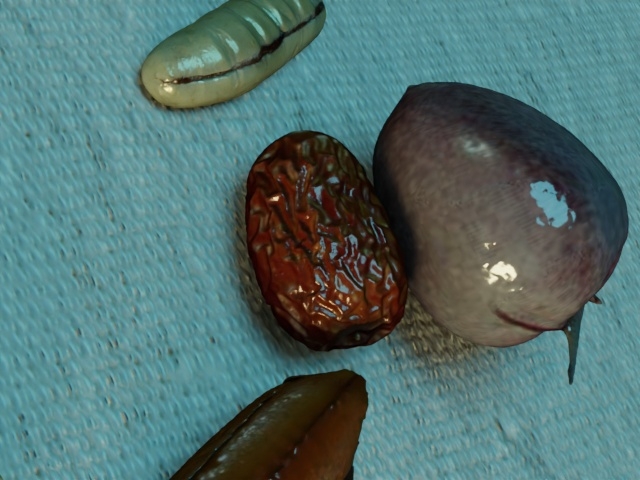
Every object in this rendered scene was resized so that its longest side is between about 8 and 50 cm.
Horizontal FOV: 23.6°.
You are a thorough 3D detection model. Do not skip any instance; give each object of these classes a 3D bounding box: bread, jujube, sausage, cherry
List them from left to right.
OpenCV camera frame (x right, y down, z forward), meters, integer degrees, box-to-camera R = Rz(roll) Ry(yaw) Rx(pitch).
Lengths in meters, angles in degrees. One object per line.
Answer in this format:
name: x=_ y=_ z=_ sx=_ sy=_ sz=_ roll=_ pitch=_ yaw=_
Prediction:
sausage: x=-0.070 y=0.193 z=0.994 sx=0.102 sy=0.102 sz=0.330 roll=50 pitch=46 yaw=-3
bread: x=-0.060 y=-0.164 z=1.248 sx=0.073 sy=0.053 sz=0.214 roll=55 pitch=45 yaw=-3
jujube: x=0.000 y=0.000 z=1.167 sx=0.112 sy=0.109 sz=0.176 roll=47 pitch=20 yaw=-62
cherry: x=0.147 y=-0.015 z=1.224 sx=0.266 sy=0.183 sz=0.213 roll=57 pitch=7 yaw=7

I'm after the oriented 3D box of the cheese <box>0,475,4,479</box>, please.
cheese: x=-0.269 y=0.147 z=0.856 sx=0.227 sy=0.064 sz=0.137 roll=39 pitch=45 yaw=-34
